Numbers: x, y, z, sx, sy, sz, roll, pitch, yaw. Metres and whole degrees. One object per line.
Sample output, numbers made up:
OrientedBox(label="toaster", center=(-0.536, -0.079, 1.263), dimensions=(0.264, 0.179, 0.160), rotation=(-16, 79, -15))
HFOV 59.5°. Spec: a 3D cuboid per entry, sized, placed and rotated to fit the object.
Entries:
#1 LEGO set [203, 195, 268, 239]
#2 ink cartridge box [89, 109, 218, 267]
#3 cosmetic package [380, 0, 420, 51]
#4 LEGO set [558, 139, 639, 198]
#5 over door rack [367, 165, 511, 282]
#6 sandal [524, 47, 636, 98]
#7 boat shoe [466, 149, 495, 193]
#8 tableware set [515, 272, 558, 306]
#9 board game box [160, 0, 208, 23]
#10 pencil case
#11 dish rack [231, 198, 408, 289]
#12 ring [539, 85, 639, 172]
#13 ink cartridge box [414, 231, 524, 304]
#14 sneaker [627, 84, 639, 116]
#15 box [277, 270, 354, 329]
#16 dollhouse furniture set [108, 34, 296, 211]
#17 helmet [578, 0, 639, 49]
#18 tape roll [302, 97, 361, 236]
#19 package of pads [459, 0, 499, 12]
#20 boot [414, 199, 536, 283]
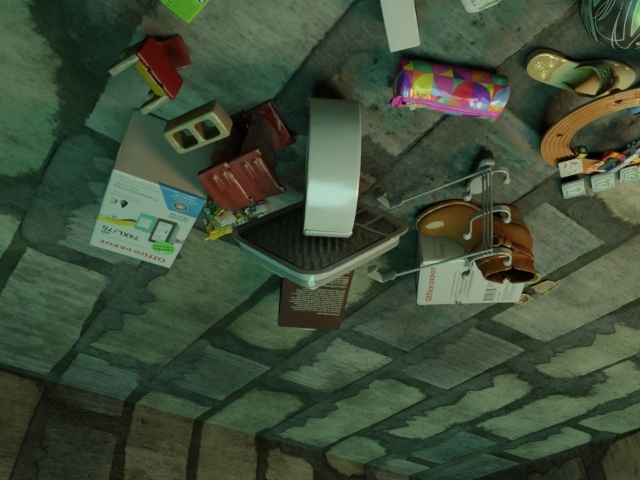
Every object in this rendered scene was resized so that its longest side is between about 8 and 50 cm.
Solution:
OrientedBox(label="LEGO set", center=(-0.230, -0.073, 1.323), dimensions=(0.132, 0.107, 0.287), rotation=(-22, 177, 13))
OrientedBox(label="ink cartridge box", center=(-0.381, -0.108, 1.277), dimensions=(0.198, 0.197, 0.270), rotation=(19, 137, -20))
OrientedBox(label="cosmetic package", center=(0.121, -0.451, 0.938), dimensions=(0.060, 0.099, 0.239), rotation=(-11, 139, 10))
OrientedBox(label="LEGO set", center=(0.643, -0.154, 1.270), dimensions=(0.182, 0.060, 0.244), rotation=(-14, 154, 23))
OrientedBox(label="over door rack", center=(0.283, -0.028, 1.302), dimensions=(0.324, 0.240, 0.108), rotation=(-11, 144, 31))
OrientedBox(label="sandal", center=(0.523, -0.313, 1.112), dimensions=(0.239, 0.079, 0.088), rotation=(10, 139, -11))
OrientedBox(label="boat shoe", center=(0.382, -0.159, 1.325), dimensions=(0.049, 0.040, 0.142), rotation=(8, 154, 0))
OrientedBox(label="tableware set", center=(0.630, 0.144, 1.709), dimensions=(0.168, 0.020, 0.141), rotation=(31, 132, -32))
OrientedBox(label="board game box", center=(-0.291, -0.495, 0.937), dimensions=(0.124, 0.039, 0.259), rotation=(-33, 133, 33))
OrientedBox(label="pencil case", center=(0.255, -0.297, 1.122), dimensions=(0.236, 0.104, 0.104), rotation=(5, 140, -6))
OrientedBox(label="dish rack", center=(0.000, 0.000, 1.255), dimensions=(0.332, 0.285, 0.072), rotation=(-24, 127, -39))
OrientedBox(label="ring", center=(0.641, -0.234, 1.183), dimensions=(0.336, 0.032, 0.337), rotation=(-1, 158, 0))
OrientedBox(label="ink cartridge box", center=(0.409, 0.071, 1.544), dimensions=(0.289, 0.122, 0.211), rotation=(-2, 140, 3))
OrientedBox(label="sneaker", center=(0.718, -0.314, 1.130), dimensions=(0.078, 0.067, 0.188), rotation=(18, 141, -38))
OrientedBox(label="box", center=(-0.014, 0.097, 1.572), dimensions=(0.191, 0.143, 0.381), rotation=(5, 139, -5))
OrientedBox(label="dollhouse furniture set", center=(-0.208, -0.260, 1.105), dimensions=(0.152, 0.201, 0.374), rotation=(-17, 131, 21))
OrientedBox(label="helmet", center=(0.516, -0.410, 0.933), dimensions=(0.161, 0.169, 0.169), rotation=(-37, 130, 16))
OrientedBox(label="tape roll", center=(0.019, -0.148, 1.158), dimensions=(0.100, 0.286, 0.286), rotation=(3, 140, -4))
OrientedBox(label="package of pads", center=(0.180, -0.497, 0.778), dimensions=(0.101, 0.229, 0.296), rotation=(-22, 136, 26))
OrientedBox(label="boot", center=(0.386, 0.014, 1.399), dimensions=(0.283, 0.220, 0.109), rotation=(2, 141, -2))
